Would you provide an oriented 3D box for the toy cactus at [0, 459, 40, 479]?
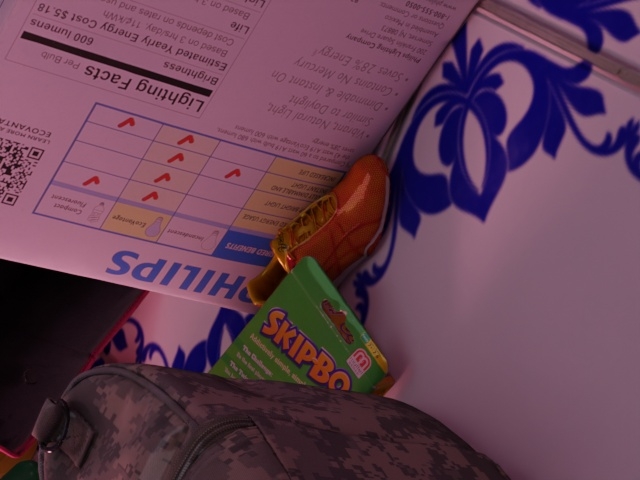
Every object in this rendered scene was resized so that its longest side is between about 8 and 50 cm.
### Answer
[{"bbox_3d":[-0.298,0.268,1.452,0.219,0.180,0.112,-47,44,-8],"label":"toy cactus"}]

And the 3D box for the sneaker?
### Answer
[{"bbox_3d":[0.000,0.000,1.313,0.175,0.067,0.064,-56,39,26],"label":"sneaker"}]

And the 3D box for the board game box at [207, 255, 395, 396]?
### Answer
[{"bbox_3d":[-0.038,0.137,1.322,0.124,0.039,0.259,54,128,22],"label":"board game box"}]

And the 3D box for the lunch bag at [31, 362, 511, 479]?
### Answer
[{"bbox_3d":[-0.023,0.198,1.091,0.256,0.305,0.212,48,116,45],"label":"lunch bag"}]

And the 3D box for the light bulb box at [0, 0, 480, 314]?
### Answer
[{"bbox_3d":[-0.134,-0.166,1.297,0.361,0.358,0.225,-55,39,28],"label":"light bulb box"}]

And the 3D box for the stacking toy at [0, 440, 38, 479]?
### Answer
[{"bbox_3d":[-0.483,0.183,1.764,0.309,0.279,0.130,66,145,39],"label":"stacking toy"}]

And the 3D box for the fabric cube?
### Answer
[{"bbox_3d":[-0.363,0.023,1.566,0.258,0.254,0.259,10,58,51],"label":"fabric cube"}]
